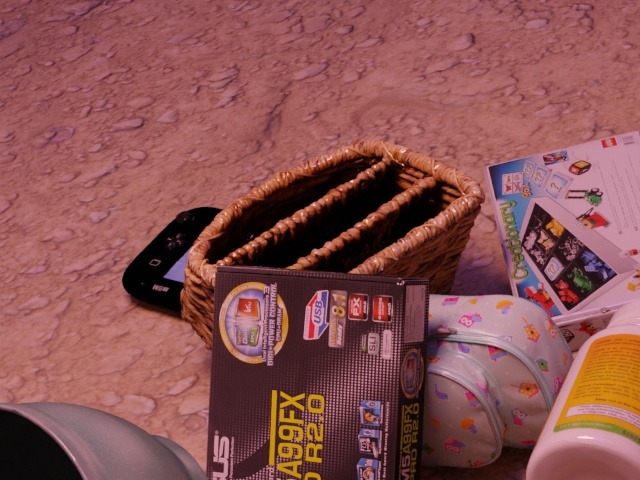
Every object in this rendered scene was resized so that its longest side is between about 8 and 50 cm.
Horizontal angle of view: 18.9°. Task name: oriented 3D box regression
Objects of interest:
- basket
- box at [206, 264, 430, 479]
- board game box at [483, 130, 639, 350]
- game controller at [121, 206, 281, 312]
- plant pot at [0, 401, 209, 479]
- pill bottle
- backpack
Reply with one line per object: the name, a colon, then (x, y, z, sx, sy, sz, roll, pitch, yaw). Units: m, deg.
basket: (0.000, 0.000, 2.122, 0.299, 0.223, 0.213, -32, 68, -24)
box: (-0.006, 0.163, 1.889, 0.216, 0.270, 0.060, 4, 1, 30)
board game box: (0.301, -0.001, 2.175, 0.193, 0.053, 0.305, -13, 38, 6)
game controller: (-0.096, 0.038, 2.332, 0.319, 0.067, 0.166, 13, 40, 41)
plant pot: (-0.218, 0.282, 1.807, 0.293, 0.293, 0.196, 13, 15, 41)
pill bottle: (0.295, 0.167, 1.848, 0.136, 0.136, 0.245, 0, 34, 26)
backpack: (0.154, 0.140, 1.929, 0.188, 0.166, 0.144, -8, 31, 28)
